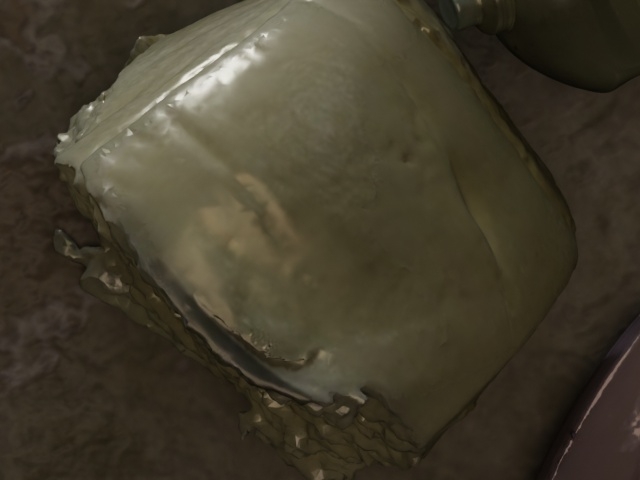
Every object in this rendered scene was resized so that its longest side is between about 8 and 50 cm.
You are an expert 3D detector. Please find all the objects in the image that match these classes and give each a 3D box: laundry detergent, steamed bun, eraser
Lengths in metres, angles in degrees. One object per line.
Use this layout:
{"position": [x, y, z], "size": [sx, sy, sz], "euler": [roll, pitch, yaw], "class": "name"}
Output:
{"position": [0.182, -0.175, 1.134], "size": [0.253, 0.091, 0.181], "euler": [-20, 109, -18], "class": "laundry detergent"}
{"position": [0.000, 0.000, 1.107], "size": [0.273, 0.272, 0.290], "euler": [-44, 104, 5], "class": "steamed bun"}
{"position": [0.200, 0.186, 1.259], "size": [0.243, 0.059, 0.204], "euler": [-45, 101, 2], "class": "eraser"}
